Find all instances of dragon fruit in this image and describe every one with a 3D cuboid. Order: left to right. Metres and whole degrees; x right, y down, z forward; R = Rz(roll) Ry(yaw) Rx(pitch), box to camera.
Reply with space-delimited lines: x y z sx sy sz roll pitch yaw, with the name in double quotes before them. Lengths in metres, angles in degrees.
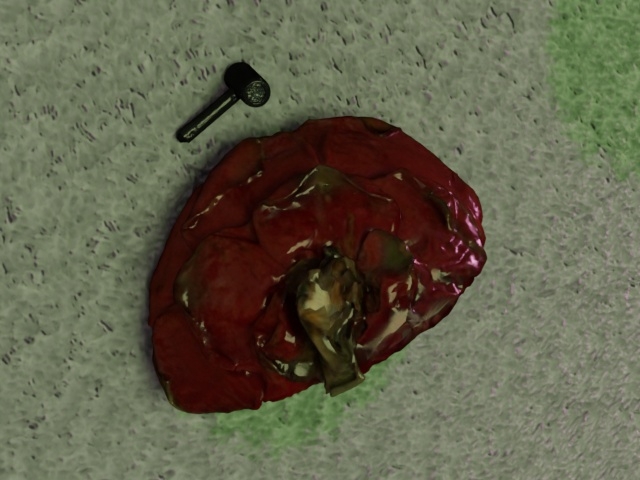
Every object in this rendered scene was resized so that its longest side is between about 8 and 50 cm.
"dragon fruit" 0.000 0.000 1.264 0.317 0.205 0.152 -41 120 -17

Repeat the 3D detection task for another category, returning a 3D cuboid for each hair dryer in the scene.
"hair dryer" -0.081 -0.106 1.286 0.083 0.047 0.026 -38 120 -2
